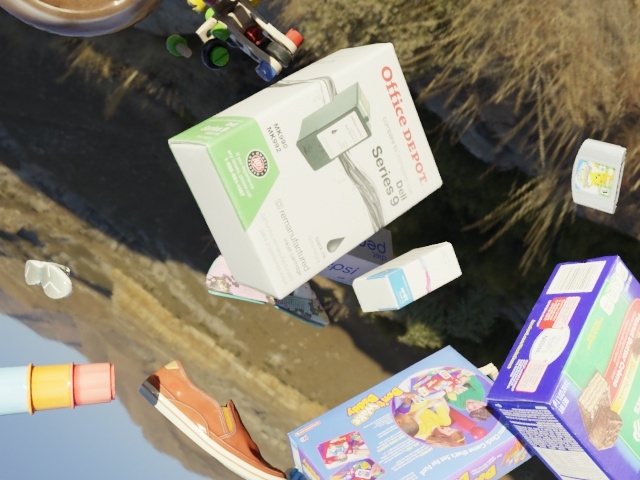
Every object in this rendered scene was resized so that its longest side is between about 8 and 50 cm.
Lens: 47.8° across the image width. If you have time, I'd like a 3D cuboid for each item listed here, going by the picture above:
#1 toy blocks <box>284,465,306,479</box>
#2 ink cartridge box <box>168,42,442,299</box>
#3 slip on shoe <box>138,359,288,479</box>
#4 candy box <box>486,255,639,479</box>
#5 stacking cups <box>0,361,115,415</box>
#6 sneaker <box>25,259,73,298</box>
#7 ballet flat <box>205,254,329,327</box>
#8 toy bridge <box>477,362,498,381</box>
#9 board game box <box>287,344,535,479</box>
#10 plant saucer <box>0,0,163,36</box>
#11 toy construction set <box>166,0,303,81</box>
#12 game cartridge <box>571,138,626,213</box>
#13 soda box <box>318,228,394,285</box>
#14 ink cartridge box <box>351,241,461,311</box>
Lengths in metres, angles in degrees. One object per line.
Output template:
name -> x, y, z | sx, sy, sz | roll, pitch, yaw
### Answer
toy blocks -> -0.036, 0.536, 1.502 | 0.123, 0.148, 0.054 | 35, -151, 14
ink cartridge box -> -0.009, -0.096, 0.914 | 0.121, 0.289, 0.211 | 12, 132, 56
slip on shoe -> -0.184, 0.347, 1.343 | 0.331, 0.101, 0.123 | 41, 161, 0
candy box -> 0.429, 0.229, 1.071 | 0.317, 0.268, 0.122 | 47, 152, -20
stacking cups -> -0.480, 0.236, 1.112 | 0.316, 0.096, 0.096 | -1, 171, -13
sneaker -> -0.457, 0.062, 1.252 | 0.061, 0.054, 0.152 | 1, -169, -43
ballet flat -> -0.074, 0.077, 1.170 | 0.221, 0.079, 0.077 | 20, -178, -18
toy bridge -> 0.282, 0.310, 1.495 | 0.026, 0.188, 0.063 | 53, 172, 51
board game box -> 0.154, 0.334, 1.197 | 0.233, 0.347, 0.078 | 39, 145, 49
plant saucer -> -0.331, -0.423, 0.962 | 0.310, 0.310, 0.050 | 47, -172, -32
toy construction set -> -0.166, -0.492, 1.424 | 0.257, 0.309, 0.237 | 14, -162, -43
game cartridge -> 0.326, -0.076, 0.853 | 0.056, 0.017, 0.083 | 25, 130, 40
soda box -> 0.000, 0.000, 1.352 | 0.286, 0.098, 0.091 | 19, 140, -28
ink cartridge box -> 0.119, 0.051, 0.999 | 0.088, 0.122, 0.052 | -15, 99, 60
